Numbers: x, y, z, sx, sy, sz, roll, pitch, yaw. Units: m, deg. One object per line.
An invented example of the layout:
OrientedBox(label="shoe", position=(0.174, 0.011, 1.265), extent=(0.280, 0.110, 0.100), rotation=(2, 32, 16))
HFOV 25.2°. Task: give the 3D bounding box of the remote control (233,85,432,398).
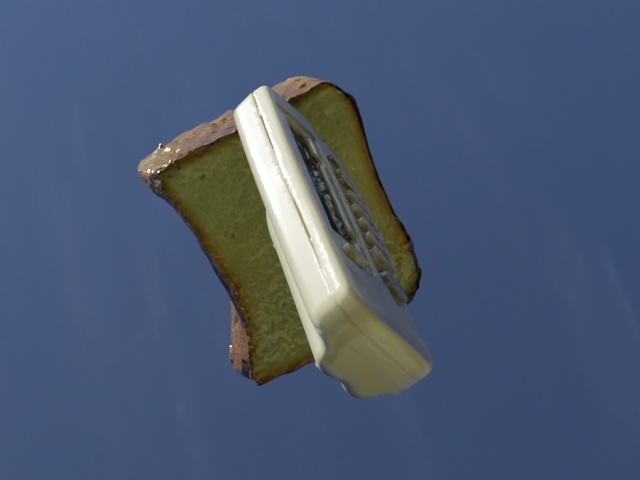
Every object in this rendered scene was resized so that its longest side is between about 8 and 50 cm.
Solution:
OrientedBox(label="remote control", position=(0.001, -0.001, 0.829), extent=(0.049, 0.090, 0.230), rotation=(-39, -144, 14))

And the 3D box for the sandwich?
OrientedBox(label="sandwich", position=(-0.027, -0.011, 1.169), extent=(0.186, 0.065, 0.214), rotation=(-31, -66, -10))
